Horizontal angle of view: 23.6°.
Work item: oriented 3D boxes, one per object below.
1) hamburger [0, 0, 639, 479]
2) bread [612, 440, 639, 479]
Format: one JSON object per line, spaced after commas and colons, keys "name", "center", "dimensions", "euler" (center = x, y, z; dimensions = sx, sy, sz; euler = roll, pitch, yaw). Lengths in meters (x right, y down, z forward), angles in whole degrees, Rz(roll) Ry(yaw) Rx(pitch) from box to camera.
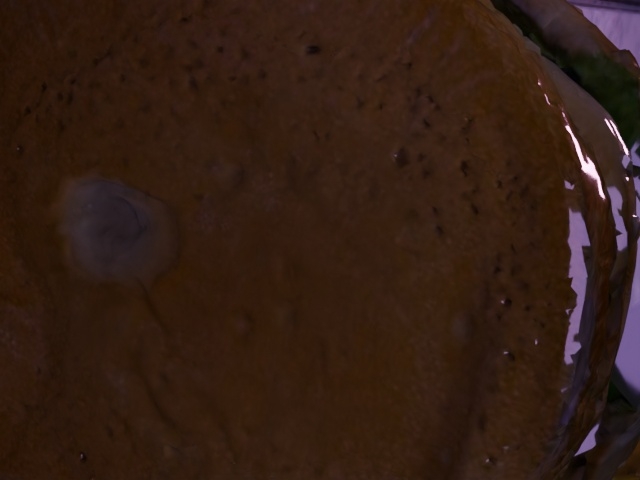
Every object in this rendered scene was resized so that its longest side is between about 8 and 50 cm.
{"name": "hamburger", "center": [0.000, 0.000, 0.408], "dimensions": [0.122, 0.189, 0.215], "euler": [-19, 117, -56]}
{"name": "bread", "center": [0.110, 0.078, 0.573], "dimensions": [0.257, 0.186, 0.124], "euler": [53, 47, -51]}
